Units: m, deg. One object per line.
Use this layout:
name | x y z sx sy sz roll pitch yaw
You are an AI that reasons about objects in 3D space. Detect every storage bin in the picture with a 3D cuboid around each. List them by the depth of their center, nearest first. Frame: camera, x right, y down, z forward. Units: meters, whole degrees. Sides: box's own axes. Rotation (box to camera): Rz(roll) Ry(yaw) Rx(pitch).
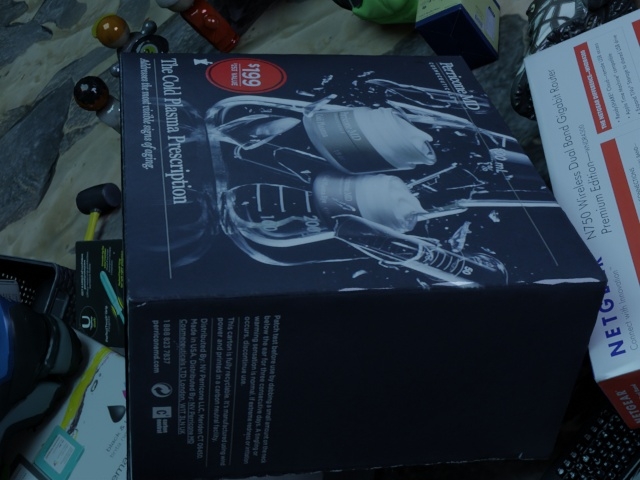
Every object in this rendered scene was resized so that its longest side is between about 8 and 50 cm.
storage bin | -0.363 0.092 1.262 0.180 0.084 0.122 5 75 46

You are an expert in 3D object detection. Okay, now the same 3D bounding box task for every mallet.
mallet | -0.313 0.003 1.347 0.062 0.039 0.189 -20 52 28

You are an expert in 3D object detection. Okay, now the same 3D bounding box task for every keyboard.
keyboard | 0.220 0.130 0.732 0.192 0.038 0.100 -51 39 -3

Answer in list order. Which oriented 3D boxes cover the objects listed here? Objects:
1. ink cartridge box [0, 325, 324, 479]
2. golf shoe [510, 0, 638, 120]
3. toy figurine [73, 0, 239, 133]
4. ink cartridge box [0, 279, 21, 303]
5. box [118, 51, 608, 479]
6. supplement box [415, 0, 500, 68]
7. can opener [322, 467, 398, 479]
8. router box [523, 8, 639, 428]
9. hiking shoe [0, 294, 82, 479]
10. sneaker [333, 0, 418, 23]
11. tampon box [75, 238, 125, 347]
ink cartridge box | -0.164 0.227 0.889 0.270 0.197 0.198 15 71 49
golf shoe | 0.235 -0.196 0.963 0.198 0.077 0.094 -52 27 -14
toy figurine | -0.238 -0.253 1.388 0.210 0.148 0.213 -16 50 34
ink cartridge box | -0.443 0.211 1.187 0.239 0.060 0.275 -21 75 32
box | 0.000 0.000 0.783 0.313 0.179 0.343 -1 36 -12
supplement box | 0.149 -0.242 1.061 0.056 0.083 0.083 -17 48 33
can opener | 0.045 0.199 0.812 0.093 0.074 0.280 -11 53 37
router box | 0.327 -0.062 0.726 0.301 0.082 0.335 -21 47 23
hiking shoe | -0.330 0.178 0.823 0.113 0.132 0.304 2 62 46
sneaker | 0.109 -0.493 1.192 0.202 0.185 0.482 6 74 53
tampon box | -0.185 0.057 1.091 0.161 0.101 0.120 -2 88 42
